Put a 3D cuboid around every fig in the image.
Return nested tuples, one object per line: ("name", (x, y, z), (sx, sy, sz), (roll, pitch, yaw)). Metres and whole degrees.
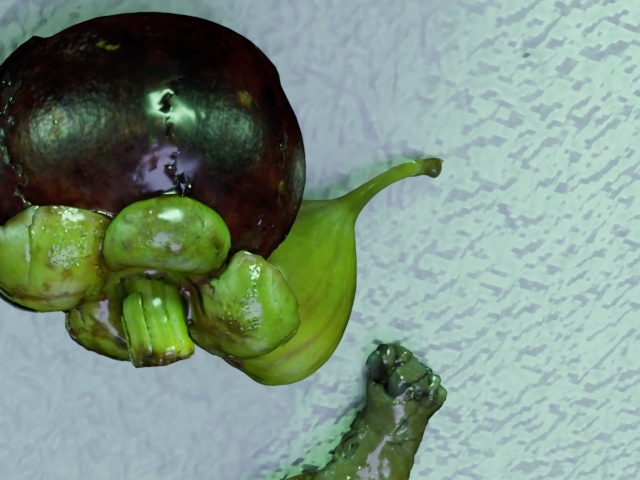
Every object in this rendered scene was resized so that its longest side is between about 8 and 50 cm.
("fig", (-0.008, 0.008, 0.847), (0.166, 0.093, 0.093), (-53, 129, -38))

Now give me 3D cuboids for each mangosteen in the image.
("mangosteen", (-0.087, -0.020, 0.724), (0.166, 0.180, 0.166), (-9, 143, -7))

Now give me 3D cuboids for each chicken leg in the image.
("chicken leg", (0.015, 0.164, 0.911), (0.196, 0.080, 0.125), (-43, 107, 2))
